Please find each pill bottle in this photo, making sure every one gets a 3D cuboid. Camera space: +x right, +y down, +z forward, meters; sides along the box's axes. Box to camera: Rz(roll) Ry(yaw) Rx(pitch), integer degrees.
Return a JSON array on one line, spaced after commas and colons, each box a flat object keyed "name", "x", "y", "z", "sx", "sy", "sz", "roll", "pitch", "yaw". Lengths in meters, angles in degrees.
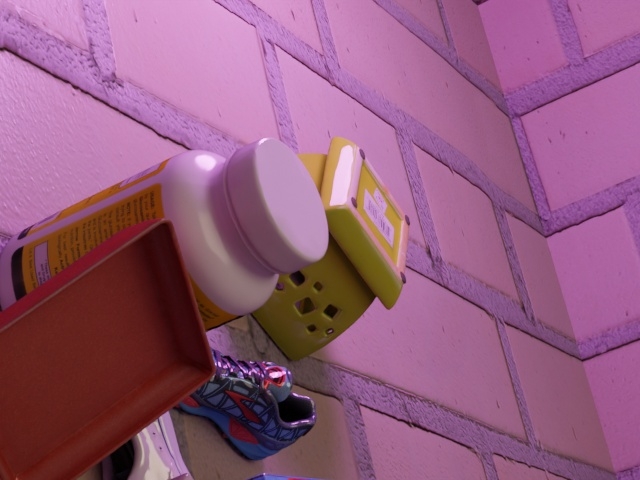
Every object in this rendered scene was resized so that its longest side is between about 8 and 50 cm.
[{"name": "pill bottle", "x": -0.167, "y": 0.017, "z": 1.618, "sx": 0.188, "sy": 0.334, "sz": 0.188, "roll": 46, "pitch": 31, "yaw": -38}]

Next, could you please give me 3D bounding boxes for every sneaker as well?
[{"name": "sneaker", "x": -0.192, "y": 0.283, "z": 1.654, "sx": 0.091, "sy": 0.094, "sz": 0.258, "roll": -14, "pitch": 76, "yaw": -48}, {"name": "sneaker", "x": -0.098, "y": 0.175, "z": 1.884, "sx": 0.262, "sy": 0.125, "sz": 0.104, "roll": 44, "pitch": 31, "yaw": -42}]

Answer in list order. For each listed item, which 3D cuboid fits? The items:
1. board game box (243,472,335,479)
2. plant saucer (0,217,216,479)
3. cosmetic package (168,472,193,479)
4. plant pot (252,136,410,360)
[{"name": "board game box", "x": 0.006, "y": 0.459, "z": 1.891, "sx": 0.302, "sy": 0.086, "sz": 0.308, "roll": 21, "pitch": 50, "yaw": -59}, {"name": "plant saucer", "x": -0.236, "y": 0.118, "z": 1.466, "sx": 0.048, "sy": 0.259, "sz": 0.258, "roll": 40, "pitch": -24, "yaw": 34}, {"name": "cosmetic package", "x": -0.199, "y": 0.358, "z": 1.413, "sx": 0.113, "sy": 0.160, "sz": 0.309, "roll": 59, "pitch": 16, "yaw": -10}, {"name": "plant pot", "x": 0.000, "y": 0.000, "z": 2.159, "sx": 0.228, "sy": 0.207, "sz": 0.227, "roll": 55, "pitch": 25, "yaw": -27}]
